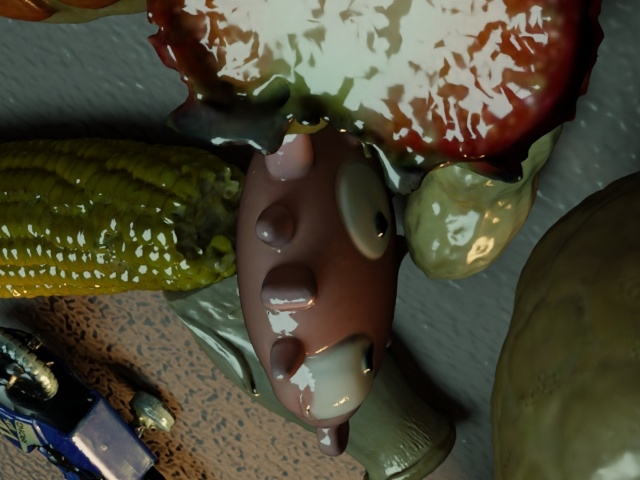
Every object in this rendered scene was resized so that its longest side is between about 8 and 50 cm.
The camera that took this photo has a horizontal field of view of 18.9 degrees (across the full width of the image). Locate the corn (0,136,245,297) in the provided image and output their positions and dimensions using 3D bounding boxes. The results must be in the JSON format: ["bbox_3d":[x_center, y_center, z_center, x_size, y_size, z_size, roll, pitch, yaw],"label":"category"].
[{"bbox_3d":[-0.190,-0.014,1.382,0.363,0.120,0.120,1,134,40],"label":"corn"}]

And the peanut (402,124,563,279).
[{"bbox_3d":[0.091,-0.044,1.112,0.082,0.082,0.187,29,147,11],"label":"peanut"}]

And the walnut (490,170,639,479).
[{"bbox_3d":[0.221,0.101,1.008,0.285,0.285,0.296,-7,141,47],"label":"walnut"}]

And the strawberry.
[{"bbox_3d":[0.040,-0.186,0.963,0.233,0.138,0.306,13,113,9],"label":"strawberry"}]

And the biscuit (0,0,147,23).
[{"bbox_3d":[-0.224,-0.228,1.078,0.381,0.074,0.359,-13,144,42],"label":"biscuit"}]

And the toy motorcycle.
[{"bbox_3d":[-0.219,0.157,1.641,0.169,0.113,0.315,19,154,43],"label":"toy motorcycle"}]

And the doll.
[{"bbox_3d":[0.000,0.000,1.147,0.093,0.211,0.262,0,92,17],"label":"doll"}]

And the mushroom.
[{"bbox_3d":[-0.011,0.085,1.365,0.247,0.096,0.108,38,122,-9],"label":"mushroom"}]
